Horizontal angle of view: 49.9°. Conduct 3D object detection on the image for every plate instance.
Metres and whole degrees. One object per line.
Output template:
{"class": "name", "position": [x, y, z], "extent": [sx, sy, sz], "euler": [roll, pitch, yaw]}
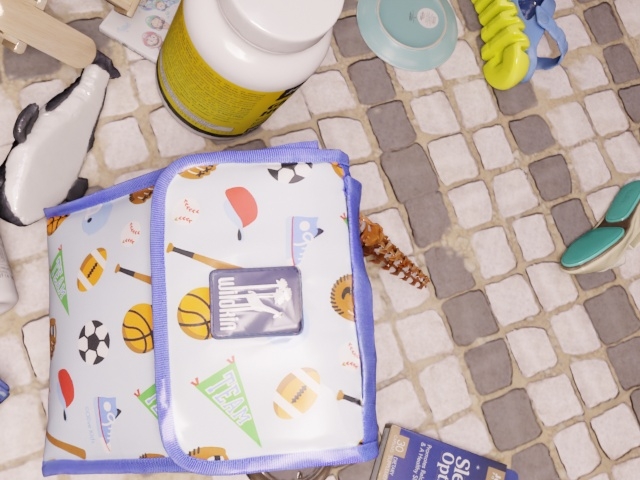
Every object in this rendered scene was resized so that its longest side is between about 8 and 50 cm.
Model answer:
{"class": "plate", "position": [0.153, -0.378, 1.177], "extent": [0.188, 0.024, 0.188], "euler": [4, 74, -14]}

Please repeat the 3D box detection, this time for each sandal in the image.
{"class": "sandal", "position": [0.345, -0.412, 1.195], "extent": [0.138, 0.126, 0.318], "euler": [-2, 84, -20]}

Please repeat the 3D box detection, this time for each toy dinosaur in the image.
{"class": "toy dinosaur", "position": [0.000, 0.000, 0.975], "extent": [0.321, 0.164, 0.218], "euler": [9, 55, 9]}

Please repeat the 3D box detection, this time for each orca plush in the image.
{"class": "orca plush", "position": [-0.381, -0.148, 0.929], "extent": [0.102, 0.151, 0.287], "euler": [4, 73, 19]}

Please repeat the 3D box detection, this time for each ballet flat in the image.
{"class": "ballet flat", "position": [0.494, -0.003, 1.146], "extent": [0.248, 0.086, 0.086], "euler": [-41, 89, -22]}

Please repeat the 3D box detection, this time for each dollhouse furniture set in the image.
{"class": "dollhouse furniture set", "position": [-0.397, -0.425, 0.985], "extent": [0.173, 0.355, 0.303], "euler": [24, 96, -46]}

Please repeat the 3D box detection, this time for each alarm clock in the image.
{"class": "alarm clock", "position": [-0.038, 0.296, 0.926], "extent": [0.129, 0.064, 0.192], "euler": [-13, 82, -18]}

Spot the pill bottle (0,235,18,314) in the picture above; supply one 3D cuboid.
{"class": "pill bottle", "position": [-0.469, -0.011, 0.849], "extent": [0.131, 0.131, 0.229], "euler": [-17, 80, -19]}

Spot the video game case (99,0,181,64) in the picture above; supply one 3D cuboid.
{"class": "video game case", "position": [-0.236, -0.345, 1.062], "extent": [0.143, 0.019, 0.157], "euler": [30, 70, -6]}

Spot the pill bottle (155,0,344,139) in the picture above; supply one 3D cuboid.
{"class": "pill bottle", "position": [-0.098, -0.261, 0.899], "extent": [0.187, 0.334, 0.188], "euler": [3, 81, -22]}

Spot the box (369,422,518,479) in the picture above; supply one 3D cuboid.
{"class": "box", "position": [0.180, 0.362, 0.981], "extent": [0.225, 0.036, 0.136], "euler": [22, 71, -10]}

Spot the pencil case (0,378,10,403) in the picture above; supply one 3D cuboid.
{"class": "pencil case", "position": [-0.503, 0.238, 0.779], "extent": [0.133, 0.119, 0.306], "euler": [39, 69, 2]}

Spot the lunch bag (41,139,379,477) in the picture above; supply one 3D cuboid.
{"class": "lunch bag", "position": [-0.123, 0.088, 0.768], "extent": [0.239, 0.385, 0.328], "euler": [15, 68, -58]}
